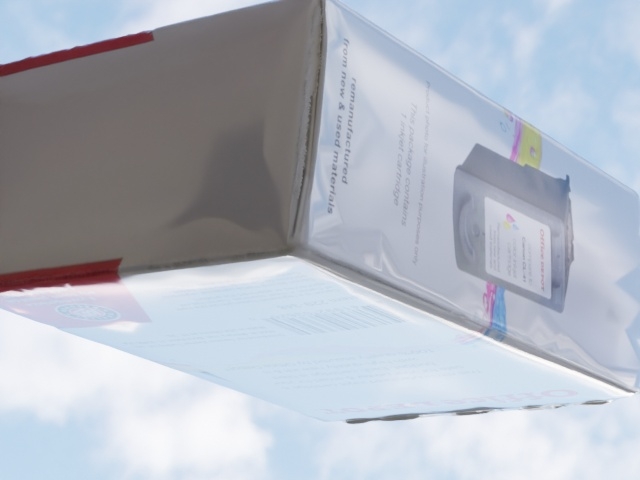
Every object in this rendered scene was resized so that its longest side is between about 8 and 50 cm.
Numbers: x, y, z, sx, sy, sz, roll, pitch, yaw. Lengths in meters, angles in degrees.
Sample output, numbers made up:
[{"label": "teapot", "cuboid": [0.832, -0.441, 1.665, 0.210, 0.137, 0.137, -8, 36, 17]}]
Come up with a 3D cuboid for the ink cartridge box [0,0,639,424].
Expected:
[{"label": "ink cartridge box", "cuboid": [0.000, 0.000, 0.911, 0.226, 0.306, 0.131, -8, -110, 36]}]
